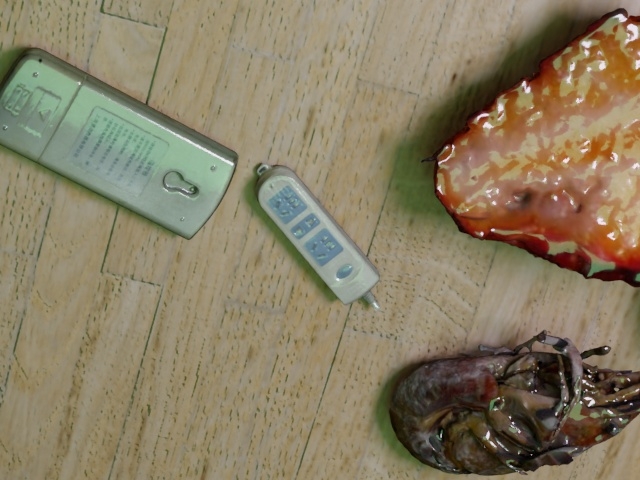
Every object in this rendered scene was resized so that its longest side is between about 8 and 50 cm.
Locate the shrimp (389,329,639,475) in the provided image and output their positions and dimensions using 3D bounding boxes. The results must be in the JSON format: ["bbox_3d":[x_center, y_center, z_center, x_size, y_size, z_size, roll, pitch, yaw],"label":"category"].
[{"bbox_3d":[0.228,0.150,1.661,0.343,0.116,0.145,-13,98,22],"label":"shrimp"}]

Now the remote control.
[{"bbox_3d":[-0.196,-0.090,1.586,0.233,0.038,0.098,28,105,-17],"label":"remote control"}]

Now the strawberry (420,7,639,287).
[{"bbox_3d":[0.271,-0.060,1.606,0.280,0.150,0.253,-35,90,9],"label":"strawberry"}]

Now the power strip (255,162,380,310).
[{"bbox_3d":[0.000,0.000,1.650,0.047,0.030,0.191,-37,110,8],"label":"power strip"}]
